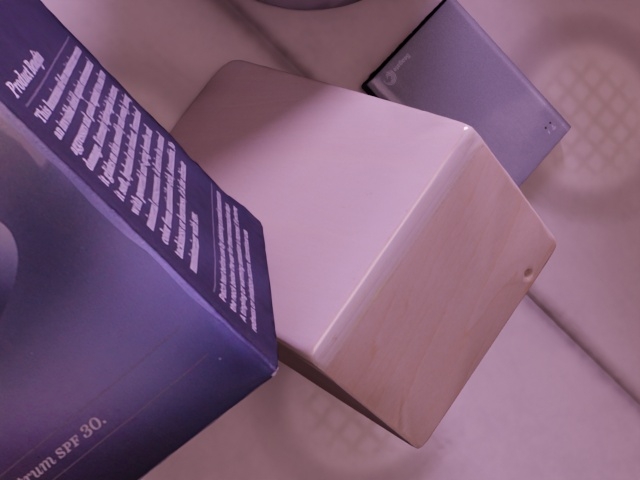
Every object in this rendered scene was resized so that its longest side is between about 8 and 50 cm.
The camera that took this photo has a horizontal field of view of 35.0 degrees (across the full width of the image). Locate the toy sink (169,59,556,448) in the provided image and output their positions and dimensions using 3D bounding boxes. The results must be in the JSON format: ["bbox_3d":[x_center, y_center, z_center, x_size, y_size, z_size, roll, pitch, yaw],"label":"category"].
[{"bbox_3d":[0.000,0.000,0.642,0.152,0.234,0.131,-55,132,-10],"label":"toy sink"}]

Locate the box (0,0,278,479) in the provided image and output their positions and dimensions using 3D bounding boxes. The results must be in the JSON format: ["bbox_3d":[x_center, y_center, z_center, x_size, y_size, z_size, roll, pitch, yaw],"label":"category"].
[{"bbox_3d":[-0.228,0.015,0.468,0.296,0.182,0.294,-40,111,10],"label":"box"}]

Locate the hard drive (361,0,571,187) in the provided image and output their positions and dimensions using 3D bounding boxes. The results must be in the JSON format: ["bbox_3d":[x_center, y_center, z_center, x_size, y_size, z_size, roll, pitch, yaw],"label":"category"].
[{"bbox_3d":[0.107,-0.098,0.743,0.135,0.022,0.094,45,78,-11],"label":"hard drive"}]

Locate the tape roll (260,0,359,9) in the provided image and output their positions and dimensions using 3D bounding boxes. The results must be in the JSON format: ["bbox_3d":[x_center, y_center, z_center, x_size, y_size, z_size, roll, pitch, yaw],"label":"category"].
[{"bbox_3d":[0.007,-0.284,0.640,0.246,0.169,0.246,0,89,-17],"label":"tape roll"}]
